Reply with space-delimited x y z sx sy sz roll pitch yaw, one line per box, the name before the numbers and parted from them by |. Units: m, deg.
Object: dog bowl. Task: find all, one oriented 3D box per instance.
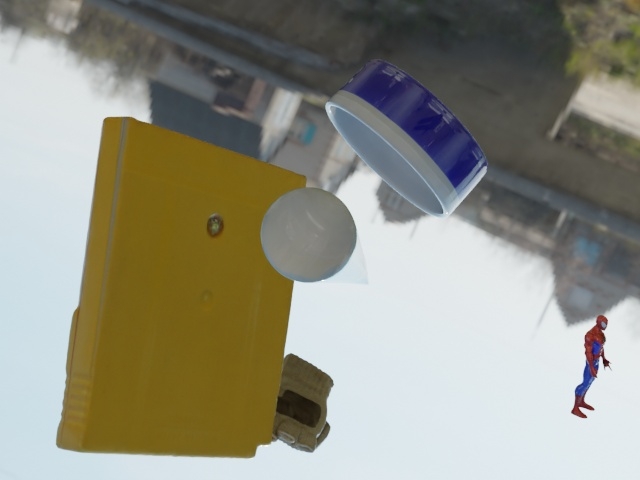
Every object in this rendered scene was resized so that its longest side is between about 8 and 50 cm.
dog bowl | 0.137 -0.161 1.946 0.265 0.104 0.265 43 174 6

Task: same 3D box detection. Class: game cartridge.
game cartridge | -0.135 0.060 1.262 0.053 0.323 0.285 4 172 38

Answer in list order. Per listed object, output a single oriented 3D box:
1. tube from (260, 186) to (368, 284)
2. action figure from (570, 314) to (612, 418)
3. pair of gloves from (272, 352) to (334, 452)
tube | 0.000 0.000 0.767 0.080 0.052 0.207 54 -178 3
action figure | 0.292 0.133 1.309 0.030 0.115 0.038 17 -156 33
pair of gloves | -0.095 0.169 1.457 0.240 0.042 0.204 27 -160 -6
